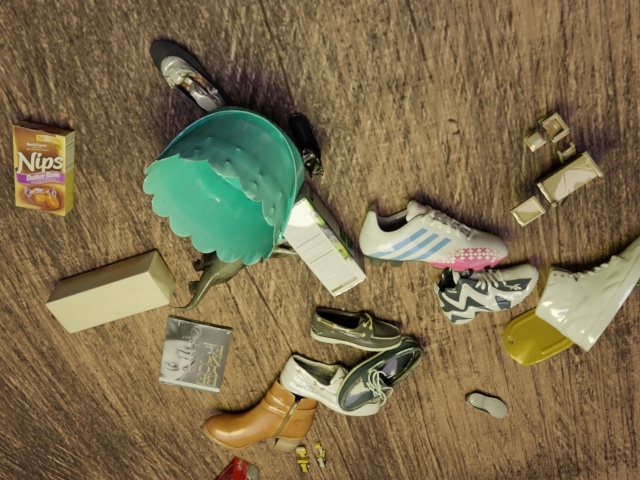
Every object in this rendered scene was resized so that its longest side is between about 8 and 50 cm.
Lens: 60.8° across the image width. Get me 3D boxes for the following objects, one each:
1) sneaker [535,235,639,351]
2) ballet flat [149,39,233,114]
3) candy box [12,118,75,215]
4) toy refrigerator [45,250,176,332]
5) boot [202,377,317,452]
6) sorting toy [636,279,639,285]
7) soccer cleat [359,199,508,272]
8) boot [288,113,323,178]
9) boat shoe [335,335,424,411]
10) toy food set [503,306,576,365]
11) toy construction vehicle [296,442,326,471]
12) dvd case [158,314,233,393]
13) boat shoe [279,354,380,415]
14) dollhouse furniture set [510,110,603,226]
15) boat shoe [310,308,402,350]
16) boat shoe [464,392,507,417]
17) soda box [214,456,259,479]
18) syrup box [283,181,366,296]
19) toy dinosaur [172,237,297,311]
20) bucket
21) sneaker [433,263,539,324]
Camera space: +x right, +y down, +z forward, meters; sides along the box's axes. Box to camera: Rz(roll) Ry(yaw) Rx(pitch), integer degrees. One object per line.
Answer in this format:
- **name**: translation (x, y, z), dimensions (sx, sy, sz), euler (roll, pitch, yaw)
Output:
- **sneaker**: translation (0.608, 0.080, 1.224), dimensions (0.293, 0.169, 0.108), euler (-54, 152, -1)
- **ballet flat**: translation (-0.252, -0.308, 1.065), dimensions (0.074, 0.074, 0.203), euler (-40, 110, 20)
- **candy box**: translation (-0.590, -0.154, 1.166), dimensions (0.109, 0.053, 0.187), euler (12, 116, -4)
- **toy refrigerator**: translation (-0.490, 0.120, 1.289), dimensions (0.269, 0.094, 0.102), euler (-17, 123, 11)
- **boot**: translation (-0.152, 0.458, 1.448), dimensions (0.283, 0.109, 0.220), euler (17, 118, -10)
- **sorting toy**: translation (0.746, 0.079, 1.266), dimensions (0.102, 0.042, 0.061), euler (37, 113, -17)
- **soccer cleat**: translation (0.251, -0.014, 1.186), dimensions (0.331, 0.116, 0.143), euler (1, 113, -1)
- **boot**: translation (-0.029, -0.191, 1.106), dimensions (0.045, 0.099, 0.121), euler (-22, 116, 11)
- **boat shoe**: translation (0.150, 0.340, 1.350), dimensions (0.254, 0.079, 0.095), euler (-34, 108, -7)
- **toy food set**: translation (0.553, 0.226, 1.312), dimensions (0.217, 0.128, 0.071), euler (-30, 134, 11)
- **toy construction vehicle**: translation (-0.026, 0.628, 1.585), dimensions (0.085, 0.035, 0.098), euler (-9, 115, 18)
- **dvd case**: translation (-0.328, 0.302, 1.422), dimensions (0.164, 0.018, 0.221), euler (13, 118, -6)
- **boat shoe**: translation (0.037, 0.368, 1.404), dimensions (0.276, 0.098, 0.096), euler (19, 118, -7)
- **dollhouse furniture set**: translation (0.453, -0.150, 1.143), dimensions (0.182, 0.101, 0.161), euler (-36, 87, 19)
- **boat shoe**: translation (0.090, 0.213, 1.329), dimensions (0.227, 0.081, 0.069), euler (6, 122, 1)
- **boat shoe**: translation (0.445, 0.443, 1.470), dimensions (0.125, 0.038, 0.046), euler (22, 75, -16)
- **soda box**: translation (-0.289, 0.769, 1.633), dimensions (0.092, 0.083, 0.263), euler (32, 114, -16)
- **syrup box**: translation (0.000, 0.000, 1.211), dimensions (0.096, 0.093, 0.237), euler (-33, 113, 17)
- **toy dinosaur**: translation (-0.204, 0.043, 1.179), dimensions (0.160, 0.313, 0.121), euler (-30, 88, 40)
- **bucket**: translation (-0.173, -0.110, 1.054), dimensions (0.281, 0.183, 0.281), euler (17, 143, 13)
- **sneaker**: translation (0.366, 0.088, 1.248), dimensions (0.234, 0.094, 0.153), euler (-25, 124, 25)
